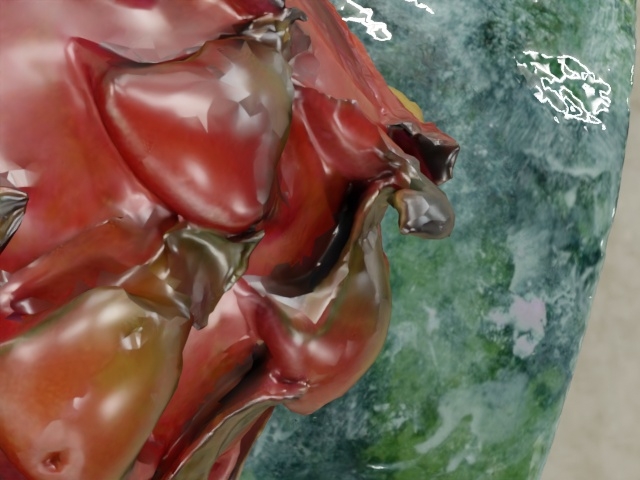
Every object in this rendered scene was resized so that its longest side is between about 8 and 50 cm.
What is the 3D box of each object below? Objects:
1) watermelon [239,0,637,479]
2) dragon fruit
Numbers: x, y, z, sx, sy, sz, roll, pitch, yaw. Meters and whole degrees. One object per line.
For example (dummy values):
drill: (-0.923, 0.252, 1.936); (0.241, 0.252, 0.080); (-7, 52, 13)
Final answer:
watermelon: (0.000, 0.000, 0.922); (0.228, 0.258, 0.387); (22, 80, -9)
dragon fruit: (-0.100, 0.000, 0.573); (0.227, 0.243, 0.307); (36, 28, -1)
